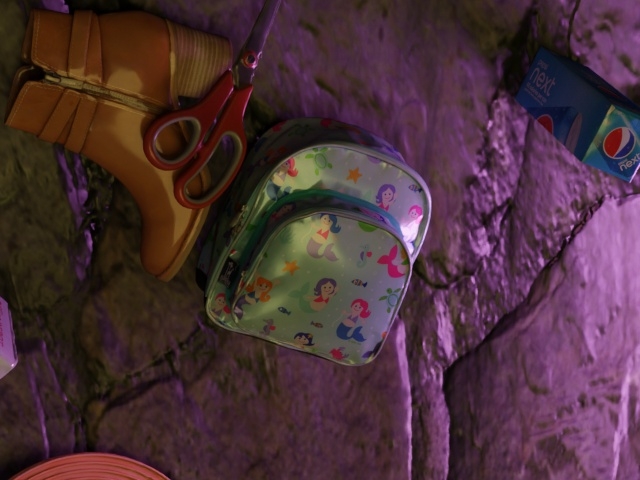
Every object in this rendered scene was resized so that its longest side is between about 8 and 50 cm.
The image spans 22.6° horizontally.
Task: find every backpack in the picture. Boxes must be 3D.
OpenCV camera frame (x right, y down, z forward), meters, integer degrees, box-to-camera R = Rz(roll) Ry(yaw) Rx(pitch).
[{"bbox_3d":[0.000,0.000,1.760,0.225,0.191,0.253,20,102,-20],"label":"backpack"}]

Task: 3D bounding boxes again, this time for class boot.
[{"bbox_3d":[-0.222,-0.102,1.685,0.220,0.109,0.283,7,106,-23],"label":"boot"}]

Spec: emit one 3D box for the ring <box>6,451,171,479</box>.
[{"bbox_3d":[-0.278,0.416,1.880,0.337,0.032,0.336,1,88,-26],"label":"ring"}]

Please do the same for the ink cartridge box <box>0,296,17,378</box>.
[{"bbox_3d":[-0.427,0.061,1.690,0.093,0.154,0.212,-42,117,6],"label":"ink cartridge box"}]

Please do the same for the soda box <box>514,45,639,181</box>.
[{"bbox_3d":[0.287,-0.140,1.745,0.067,0.210,0.071,20,107,-21],"label":"soda box"}]

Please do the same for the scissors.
[{"bbox_3d":[-0.078,-0.169,1.689,0.109,0.021,0.297,42,74,-24],"label":"scissors"}]
